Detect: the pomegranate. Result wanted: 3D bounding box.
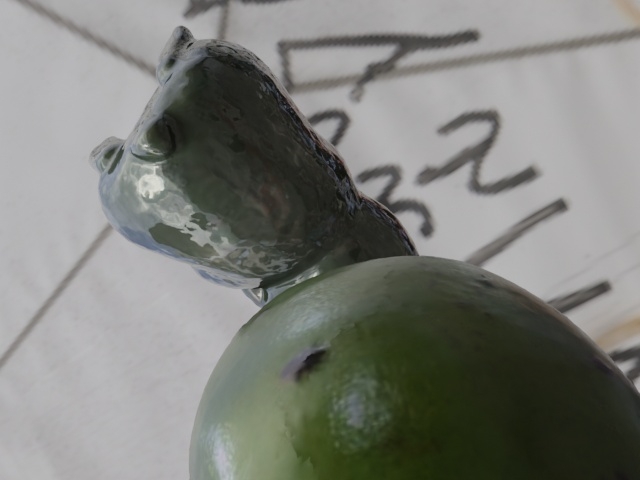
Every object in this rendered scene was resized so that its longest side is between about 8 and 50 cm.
[{"bbox_3d":[0.011,0.109,0.522,0.247,0.202,0.202,-8,-110,-13],"label":"pomegranate"}]

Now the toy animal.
[{"bbox_3d":[-0.010,0.004,0.782,0.236,0.108,0.138,43,-170,-13],"label":"toy animal"}]
